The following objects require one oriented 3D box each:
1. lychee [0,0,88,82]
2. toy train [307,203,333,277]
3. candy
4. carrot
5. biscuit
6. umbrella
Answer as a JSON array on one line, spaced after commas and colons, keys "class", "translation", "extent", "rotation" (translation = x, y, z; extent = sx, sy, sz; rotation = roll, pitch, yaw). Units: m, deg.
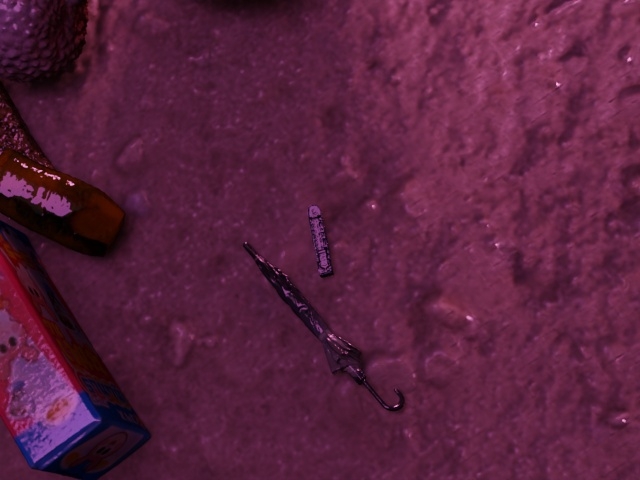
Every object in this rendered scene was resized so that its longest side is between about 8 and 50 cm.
[{"class": "lychee", "translation": [-0.340, -0.269, 1.919], "extent": [0.197, 0.165, 0.165], "rotation": [-4, 75, 25]}, {"class": "toy train", "translation": [0.000, 0.000, 1.842], "extent": [0.017, 0.017, 0.083], "rotation": [-13, 74, 8]}, {"class": "candy", "translation": [-0.325, 0.116, 1.822], "extent": [0.100, 0.157, 0.306], "rotation": [-35, 70, 4]}, {"class": "carrot", "translation": [-0.312, -0.044, 1.882], "extent": [0.173, 0.082, 0.082], "rotation": [27, 84, -5]}, {"class": "biscuit", "translation": [-0.385, -0.135, 1.964], "extent": [0.064, 0.034, 0.199], "rotation": [-35, 70, 5]}, {"class": "umbrella", "translation": [-0.008, 0.096, 1.810], "extent": [0.044, 0.044, 0.269], "rotation": [-35, 67, -26]}]
